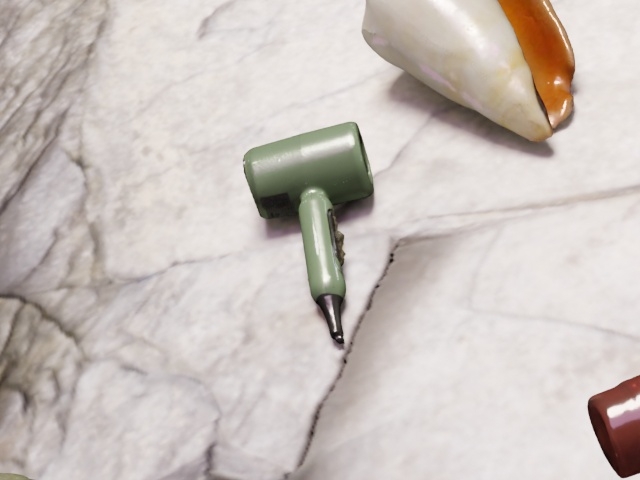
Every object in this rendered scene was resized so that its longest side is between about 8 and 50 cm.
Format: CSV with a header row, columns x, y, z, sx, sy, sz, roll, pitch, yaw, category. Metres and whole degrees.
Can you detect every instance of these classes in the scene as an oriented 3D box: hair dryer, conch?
x,y,z,sx,sy,sz,roll,pitch,yaw,category
0.000,0.000,0.824,0.071,0.047,0.150,-15,52,8,hair dryer
0.095,-0.134,0.885,0.104,0.094,0.176,-1,29,-45,conch

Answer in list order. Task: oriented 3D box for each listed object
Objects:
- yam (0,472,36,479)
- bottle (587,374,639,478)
x,y,z,sx,sy,sz,roll,pitch,yaw,category
-0.134,0.180,0.633,0.107,0.107,0.183,-26,41,-7,yam
0.237,0.046,0.628,0.245,0.104,0.104,-19,42,0,bottle
